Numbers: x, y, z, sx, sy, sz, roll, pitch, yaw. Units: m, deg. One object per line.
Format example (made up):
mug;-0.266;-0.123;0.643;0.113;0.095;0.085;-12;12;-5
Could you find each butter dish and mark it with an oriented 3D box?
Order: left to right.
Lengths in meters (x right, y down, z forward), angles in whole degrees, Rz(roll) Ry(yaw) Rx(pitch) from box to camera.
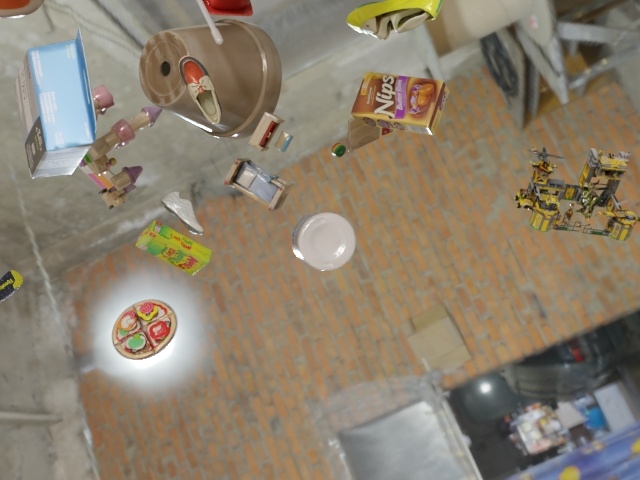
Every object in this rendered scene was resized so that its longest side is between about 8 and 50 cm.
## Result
butter dish;-0.242;-0.690;2.083;0.160;0.118;0.160;-10;-103;-38

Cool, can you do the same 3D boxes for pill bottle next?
pill bottle;0.000;0.000;2.122;0.152;0.152;0.272;64;173;-5

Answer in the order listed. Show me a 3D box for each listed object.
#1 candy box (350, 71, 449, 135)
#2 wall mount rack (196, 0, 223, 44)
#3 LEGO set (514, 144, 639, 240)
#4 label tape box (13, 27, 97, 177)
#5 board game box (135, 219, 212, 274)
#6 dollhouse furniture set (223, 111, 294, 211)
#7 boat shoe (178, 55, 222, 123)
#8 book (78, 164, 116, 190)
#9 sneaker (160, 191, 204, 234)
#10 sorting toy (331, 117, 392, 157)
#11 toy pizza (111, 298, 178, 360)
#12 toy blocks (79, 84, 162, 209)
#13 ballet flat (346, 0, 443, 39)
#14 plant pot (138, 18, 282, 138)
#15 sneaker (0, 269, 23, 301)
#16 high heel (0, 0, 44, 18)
candy box;0.169;-0.295;1.687;0.053;0.187;0.109;40;-113;-58
wall mount rack;-0.244;-0.607;1.658;0.350;0.130;0.304;78;-155;-78
LEGO set;0.716;-0.148;2.137;0.255;0.331;0.192;-75;-6;-52
label tape box;-0.621;-0.311;1.834;0.348;0.115;0.249;-23;78;62
board game box;-0.397;0.022;2.134;0.181;0.092;0.043;31;-132;-24
dollhouse furniture set;-0.112;-0.180;1.785;0.129;0.183;0.129;30;-169;3
boat shoe;-0.222;-0.280;1.468;0.043;0.049;0.137;-115;2;-55
book;-0.714;-0.210;2.550;0.144;0.096;0.035;49;-126;-35
sneaker;-0.376;-0.079;2.200;0.152;0.061;0.053;44;161;6
sorting toy;0.148;-0.395;2.715;0.046;0.274;0.132;43;149;36
toy pizza;-0.513;0.253;2.277;0.032;0.201;0.201;73;178;-54
toy blocks;-0.563;-0.296;2.273;0.309;0.260;0.288;59;155;-13
ballet flat;0.142;-0.445;1.574;0.077;0.231;0.077;23;-113;-46
plant pot;-0.310;-0.433;2.068;0.280;0.323;0.323;-7;-111;-53
sneaker;-0.739;0.124;1.773;0.053;0.059;0.144;54;-137;-2
high heel;-0.783;-0.650;2.026;0.377;0.181;0.127;-46;-53;-46
